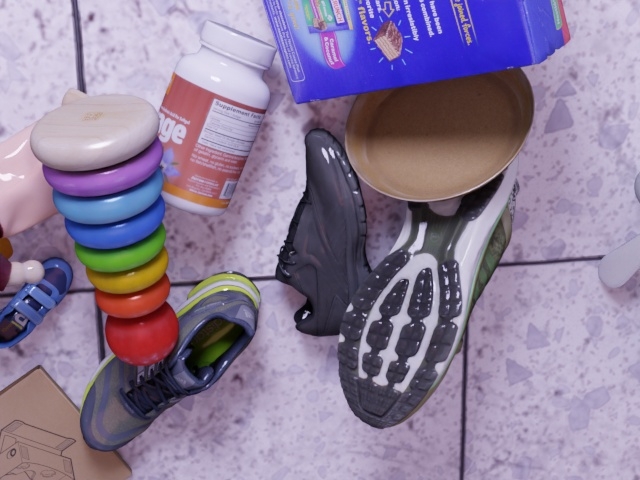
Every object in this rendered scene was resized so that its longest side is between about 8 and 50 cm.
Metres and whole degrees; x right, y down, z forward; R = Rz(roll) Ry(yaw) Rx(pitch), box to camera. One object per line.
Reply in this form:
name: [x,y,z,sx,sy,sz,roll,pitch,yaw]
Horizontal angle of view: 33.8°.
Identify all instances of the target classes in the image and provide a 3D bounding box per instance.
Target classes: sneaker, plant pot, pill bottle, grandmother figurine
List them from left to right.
grandmother figurine: [-0.388,-0.034,1.205,0.342,0.104,0.208,-34,98,-28]
sneaker: [-0.367,0.084,1.333,0.053,0.059,0.144,40,95,-15]
sneaker: [-0.196,0.164,1.353,0.300,0.121,0.111,-45,108,5]
pill bottle: [-0.134,-0.148,1.272,0.121,0.121,0.216,20,101,-15]
sneaker: [0.000,0.000,1.351,0.130,0.109,0.286,-9,106,0]
plant pot: [0.146,-0.141,1.288,0.236,0.236,0.032,-32,144,1]
sneaker: [0.167,0.054,1.330,0.182,0.158,0.410,31,82,-53]

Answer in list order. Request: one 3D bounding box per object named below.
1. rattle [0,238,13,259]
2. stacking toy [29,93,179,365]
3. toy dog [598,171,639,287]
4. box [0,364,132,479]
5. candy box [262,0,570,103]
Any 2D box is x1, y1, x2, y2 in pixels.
rattle: [-0.513,0.017,1.305,0.200,0.143,0.130,-33,77,17]
stacking toy: [-0.225,0.005,1.217,0.141,0.141,0.330,-12,122,-6]
toy dog: [0.499,0.064,1.451,0.220,0.161,0.333,4,91,-8]
box: [-0.379,0.287,1.412,0.164,0.021,0.201,-35,109,2]
candy box: [0.087,-0.310,1.173,0.317,0.122,0.268,-3,114,36]
